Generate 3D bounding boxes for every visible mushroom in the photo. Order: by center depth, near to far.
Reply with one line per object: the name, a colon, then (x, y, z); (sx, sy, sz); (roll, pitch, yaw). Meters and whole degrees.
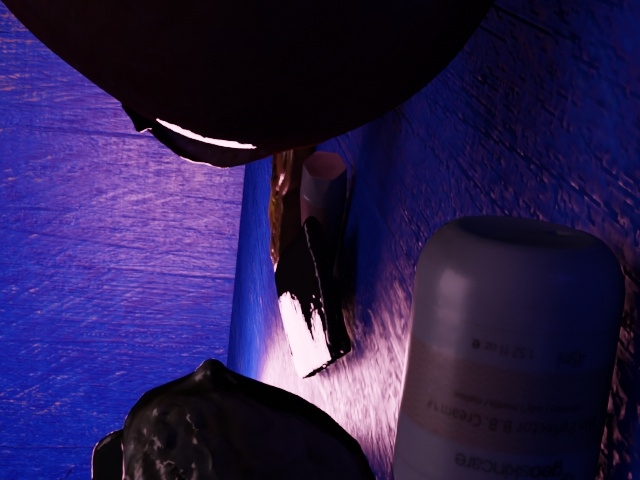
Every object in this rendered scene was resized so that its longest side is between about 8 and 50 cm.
mushroom: (-0.072, 0.257, 0.752); (0.344, 0.247, 0.130); (-66, 21, 6)

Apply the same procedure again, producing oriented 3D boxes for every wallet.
wallet: (-0.015, 0.061, 1.134); (0.244, 0.025, 0.124); (124, 133, -76)

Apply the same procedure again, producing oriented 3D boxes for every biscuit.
biscuit: (-0.038, -0.107, 1.495); (0.186, 0.044, 0.295); (-104, 19, -62)

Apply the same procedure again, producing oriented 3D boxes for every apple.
apple: (-0.033, -0.194, 0.575); (0.235, 0.306, 0.305); (-50, 28, 34)

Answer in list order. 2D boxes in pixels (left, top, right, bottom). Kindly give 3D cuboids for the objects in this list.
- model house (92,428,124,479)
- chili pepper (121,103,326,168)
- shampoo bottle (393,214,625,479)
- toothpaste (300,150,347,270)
model house: (-0.105, 0.332, 1.124); (0.205, 0.218, 0.278); (100, 166, -46)
chili pepper: (-0.054, -0.215, 0.965); (0.305, 0.229, 0.251); (-104, 4, -67)
shampoo bottle: (0.061, 0.089, 0.437); (0.074, 0.074, 0.192); (-115, 31, -76)
toothpaste: (0.000, 0.000, 1.148); (0.194, 0.043, 0.067); (94, 171, -47)
